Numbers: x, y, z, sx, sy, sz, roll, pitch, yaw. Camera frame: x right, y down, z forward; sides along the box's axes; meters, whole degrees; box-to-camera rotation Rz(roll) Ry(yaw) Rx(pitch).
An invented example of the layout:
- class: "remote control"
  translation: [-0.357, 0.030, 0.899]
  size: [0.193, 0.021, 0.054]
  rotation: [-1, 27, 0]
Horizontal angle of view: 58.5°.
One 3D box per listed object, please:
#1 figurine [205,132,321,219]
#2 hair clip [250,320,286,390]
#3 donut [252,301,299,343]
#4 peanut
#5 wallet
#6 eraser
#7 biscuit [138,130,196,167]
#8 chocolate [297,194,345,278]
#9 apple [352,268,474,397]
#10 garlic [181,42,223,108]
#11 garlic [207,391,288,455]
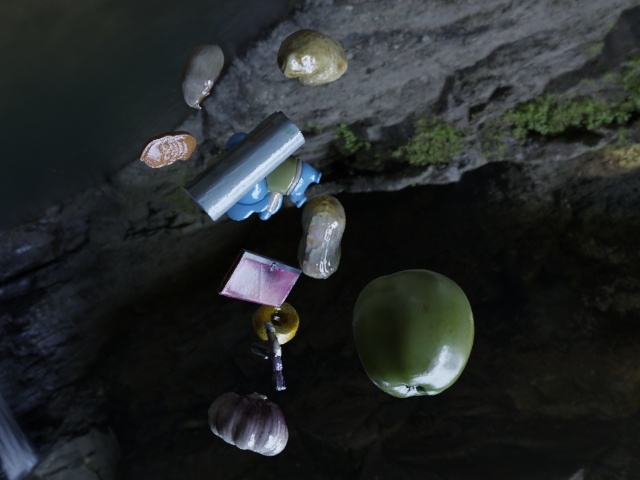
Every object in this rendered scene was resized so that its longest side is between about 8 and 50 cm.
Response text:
- class: "figurine"
  translation: [-0.141, -0.136, 1.342]
  size: [0.154, 0.262, 0.180]
  rotation: [-71, 179, -63]
- class: "hair clip"
  translation: [-0.119, 0.265, 1.362]
  size: [0.056, 0.146, 0.187]
  rotation: [-11, -178, -20]
- class: "donut"
  translation: [-0.132, 0.243, 1.740]
  size: [0.152, 0.152, 0.058]
  rotation: [-37, 166, -48]
- class: "peanut"
  translation: [-0.021, -0.458, 1.442]
  size: [0.137, 0.122, 0.253]
  rotation: [-64, 161, 17]
- class: "wallet"
  translation: [-0.144, 0.097, 1.392]
  size: [0.119, 0.025, 0.232]
  rotation: [-58, 145, 7]
- class: "eraser"
  translation: [-0.148, -0.144, 1.091]
  size: [0.227, 0.081, 0.174]
  rotation: [-42, -163, -7]
- class: "biscuit"
  translation: [-0.337, -0.201, 1.266]
  size: [0.130, 0.019, 0.102]
  rotation: [-18, 153, -32]
- class: "chocolate"
  translation: [0.000, 0.000, 1.616]
  size: [0.134, 0.134, 0.309]
  rotation: [-32, 150, -28]
- class: "apple"
  translation: [0.260, 0.254, 1.591]
  size: [0.357, 0.357, 0.357]
  rotation: [-27, -171, 4]
- class: "garlic"
  translation: [-0.308, -0.460, 1.523]
  size: [0.128, 0.090, 0.198]
  rotation: [128, -22, -69]
- class: "garlic"
  translation: [-0.136, 0.341, 1.093]
  size: [0.159, 0.102, 0.147]
  rotation: [12, 171, 37]
